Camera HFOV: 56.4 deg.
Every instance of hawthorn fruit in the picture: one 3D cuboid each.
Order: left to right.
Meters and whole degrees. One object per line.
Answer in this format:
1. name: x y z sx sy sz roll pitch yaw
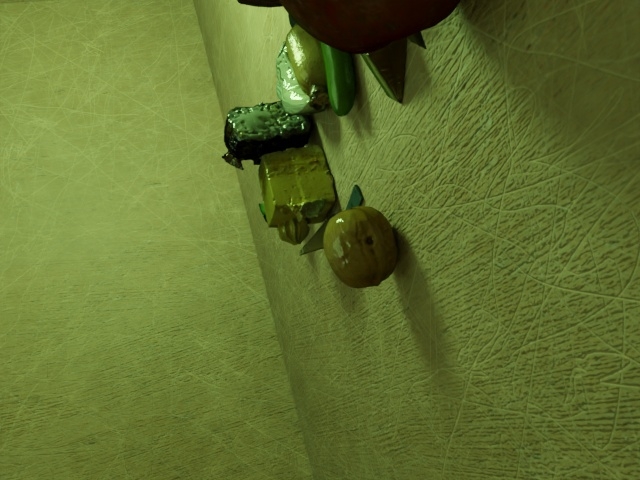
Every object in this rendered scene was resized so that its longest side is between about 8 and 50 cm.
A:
1. hawthorn fruit: 0.102 -0.511 1.038 0.403 0.403 0.402 169 90 -73

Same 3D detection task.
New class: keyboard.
1. keyboard: 0.101 -0.103 1.857 0.176 0.014 0.055 107 147 -58

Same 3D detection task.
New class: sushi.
1. sushi: -0.188 -0.367 2.088 0.196 0.344 0.181 55 151 33

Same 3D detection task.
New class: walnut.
1. walnut: 0.110 0.019 1.592 0.195 0.196 0.221 132 120 -70

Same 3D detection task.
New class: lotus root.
1. lotus root: -0.021 -0.534 1.789 0.146 0.131 0.303 60 -169 -65

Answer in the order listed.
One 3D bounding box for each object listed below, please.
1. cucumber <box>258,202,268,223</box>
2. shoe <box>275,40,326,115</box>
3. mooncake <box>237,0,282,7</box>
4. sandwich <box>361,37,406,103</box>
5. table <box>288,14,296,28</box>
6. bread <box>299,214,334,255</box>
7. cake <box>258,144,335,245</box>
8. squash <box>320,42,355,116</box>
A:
1. cucumber: -0.135 -0.147 2.361 0.130 0.191 0.191 -123 28 -49
2. shoe: -0.078 -0.543 1.964 0.342 0.132 0.210 -119 22 -55
3. mooncake: -0.172 -0.826 1.805 0.326 0.334 0.174 27 142 17
4. sandwich: 0.177 -0.422 1.403 0.163 0.113 0.079 48 -176 -36
5. table: -0.069 -0.758 1.957 0.133 0.043 0.133 170 90 -73
6. bread: -0.013 -0.017 2.060 0.077 0.152 0.105 136 117 -70
7. cake: -0.079 -0.149 2.071 0.227 0.223 0.285 113 142 -66
8. squash: 0.050 -0.492 1.664 0.082 0.082 0.292 175 86 -73
